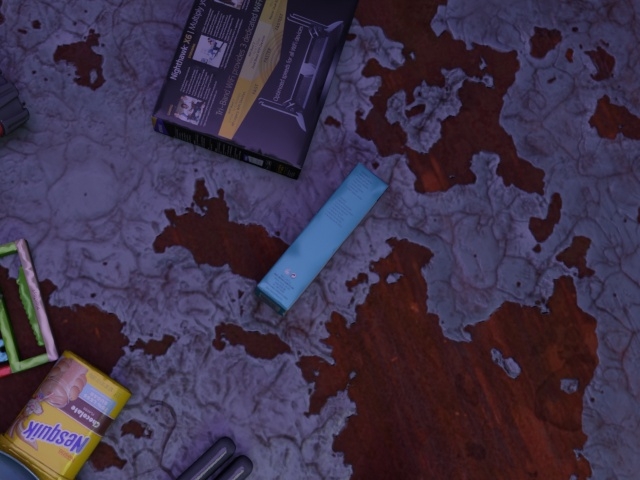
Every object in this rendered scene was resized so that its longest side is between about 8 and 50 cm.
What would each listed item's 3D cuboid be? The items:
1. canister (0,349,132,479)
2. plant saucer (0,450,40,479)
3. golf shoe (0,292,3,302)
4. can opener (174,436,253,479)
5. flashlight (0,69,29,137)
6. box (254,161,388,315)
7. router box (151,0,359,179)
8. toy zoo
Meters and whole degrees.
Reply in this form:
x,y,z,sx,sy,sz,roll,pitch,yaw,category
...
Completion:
x,y,z,sx,sy,sz,roll,pitch,yaw,category
-0.367,0.258,1.356,0.126,0.073,0.170,34,78,-2,canister
-0.513,0.415,1.289,0.317,0.044,0.318,-2,99,-11,plant saucer
-0.551,0.162,1.321,0.120,0.105,0.273,17,77,17,golf shoe
-0.218,0.400,1.338,0.283,0.095,0.076,-43,88,-5,can opener
-0.575,-0.139,1.354,0.304,0.103,0.103,-35,45,-24,flashlight
0.000,0.000,1.429,0.060,0.100,0.244,39,78,2,box
-0.098,-0.280,1.474,0.242,0.081,0.309,19,79,-3,router box
-0.550,0.129,1.379,0.293,0.030,0.192,-18,83,-9,toy zoo
